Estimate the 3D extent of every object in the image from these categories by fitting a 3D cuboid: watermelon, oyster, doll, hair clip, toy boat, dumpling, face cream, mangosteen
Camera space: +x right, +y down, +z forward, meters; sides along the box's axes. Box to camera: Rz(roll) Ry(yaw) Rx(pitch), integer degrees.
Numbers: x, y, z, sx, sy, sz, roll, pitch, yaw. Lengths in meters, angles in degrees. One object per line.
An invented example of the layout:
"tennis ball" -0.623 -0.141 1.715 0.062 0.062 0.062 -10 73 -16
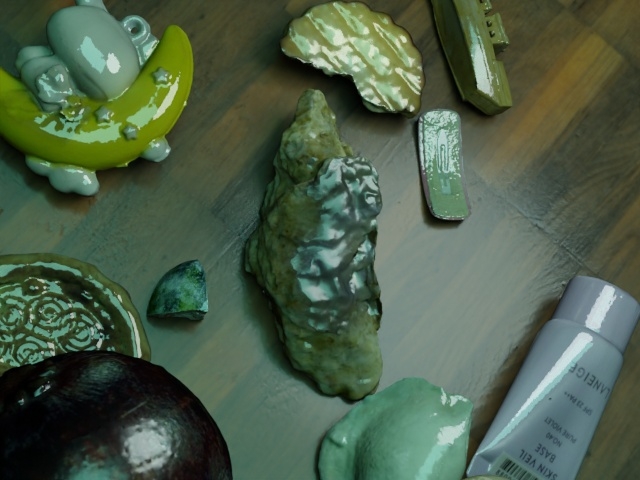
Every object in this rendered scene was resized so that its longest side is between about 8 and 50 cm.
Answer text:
"watermelon" -0.144 0.061 1.840 0.085 0.085 0.061 -44 127 -20
"oyster" 0.003 0.000 1.847 0.166 0.110 0.341 7 86 -4
"doll" -0.256 -0.182 1.848 0.237 0.111 0.252 -38 86 -4
"hair clip" 0.144 -0.087 1.951 0.054 0.022 0.137 -3 75 -14
"toy boat" 0.185 -0.248 1.988 0.072 0.064 0.206 -6 75 -29
"dumpling" 0.084 0.253 1.809 0.105 0.149 0.216 13 90 -45
"face cream" 0.263 0.176 1.863 0.154 0.096 0.273 38 71 -34
"mangosteen" -0.234 0.263 1.628 0.330 0.330 0.330 3 73 -11

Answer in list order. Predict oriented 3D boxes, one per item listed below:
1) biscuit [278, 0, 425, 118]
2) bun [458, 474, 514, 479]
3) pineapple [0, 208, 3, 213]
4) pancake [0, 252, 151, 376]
"biscuit" 0.044 -0.214 1.947 0.183 0.061 0.118 28 68 -5
"bun" 0.183 0.421 1.678 0.365 0.219 0.365 -1 93 -19
"pineapple" -0.482 -0.134 1.744 0.223 0.223 0.357 -21 71 -17
"pancake" -0.299 0.114 1.793 0.235 0.029 0.211 -4 74 -15
